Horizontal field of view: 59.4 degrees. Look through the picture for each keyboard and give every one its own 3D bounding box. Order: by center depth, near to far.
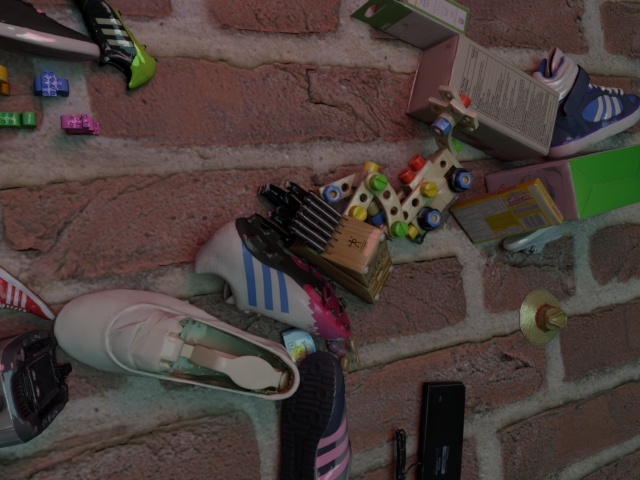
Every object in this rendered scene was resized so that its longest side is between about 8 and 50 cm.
[{"bbox_3d":[0.217,0.452,1.154,0.201,0.033,0.317,8,85,-34],"label":"keyboard"}]

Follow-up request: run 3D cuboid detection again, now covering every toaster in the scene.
[{"bbox_3d":[-0.430,0.194,0.732,0.146,0.227,0.129,-11,93,-10],"label":"toaster"}]

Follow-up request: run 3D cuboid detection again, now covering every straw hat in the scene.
[{"bbox_3d":[0.540,0.182,1.313,0.144,0.061,0.145,0,89,-28],"label":"straw hat"}]

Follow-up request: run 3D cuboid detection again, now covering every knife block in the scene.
[{"bbox_3d":[0.000,0.000,1.032,0.088,0.242,0.276,-61,158,-14],"label":"knife block"}]

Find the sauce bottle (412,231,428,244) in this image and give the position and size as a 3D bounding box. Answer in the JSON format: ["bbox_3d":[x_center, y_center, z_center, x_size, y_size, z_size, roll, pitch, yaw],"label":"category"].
[{"bbox_3d":[0.226,-0.051,1.163,0.042,0.042,0.128,34,74,-23],"label":"sauce bottle"}]

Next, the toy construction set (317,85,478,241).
[{"bbox_3d":[0.171,-0.129,1.063,0.327,0.151,0.215,-45,110,2],"label":"toy construction set"}]

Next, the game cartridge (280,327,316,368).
[{"bbox_3d":[-0.037,0.200,1.025,0.056,0.017,0.083,-15,89,-21],"label":"game cartridge"}]

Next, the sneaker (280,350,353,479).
[{"bbox_3d":[0.007,0.354,1.013,0.131,0.112,0.319,6,93,-50],"label":"sneaker"}]

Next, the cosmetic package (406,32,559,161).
[{"bbox_3d":[0.346,-0.289,1.182,0.296,0.129,0.153,20,81,-27],"label":"cosmetic package"}]

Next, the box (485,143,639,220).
[{"bbox_3d":[0.540,-0.122,1.223,0.262,0.231,0.127,-14,94,-28],"label":"box"}]

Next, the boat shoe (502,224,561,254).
[{"bbox_3d":[0.494,-0.001,1.296,0.184,0.066,0.063,-23,99,-36],"label":"boat shoe"}]

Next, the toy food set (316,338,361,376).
[{"bbox_3d":[0.013,0.230,1.059,0.122,0.019,0.078,-16,96,-19],"label":"toy food set"}]

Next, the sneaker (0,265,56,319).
[{"bbox_3d":[-0.447,0.091,0.805,0.118,0.042,0.067,43,66,-12],"label":"sneaker"}]

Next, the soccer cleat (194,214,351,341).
[{"bbox_3d":[-0.078,0.087,0.976,0.143,0.116,0.331,-32,126,17],"label":"soccer cleat"}]

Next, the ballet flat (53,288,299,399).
[{"bbox_3d":[-0.203,0.171,0.883,0.400,0.139,0.139,22,79,-25],"label":"ballet flat"}]

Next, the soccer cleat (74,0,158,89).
[{"bbox_3d":[-0.332,-0.317,0.866,0.072,0.060,0.179,-47,112,-19],"label":"soccer cleat"}]

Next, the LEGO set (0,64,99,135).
[{"bbox_3d":[-0.432,-0.202,0.790,0.227,0.093,0.087,-4,91,-28],"label":"LEGO set"}]

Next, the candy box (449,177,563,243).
[{"bbox_3d":[0.377,-0.055,1.151,0.105,0.206,0.027,52,53,-17],"label":"candy box"}]

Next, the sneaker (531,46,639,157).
[{"bbox_3d":[0.626,-0.359,1.329,0.322,0.130,0.236,-28,106,-20],"label":"sneaker"}]

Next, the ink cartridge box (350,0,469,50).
[{"bbox_3d":[0.177,-0.450,1.107,0.209,0.109,0.062,13,82,-26],"label":"ink cartridge box"}]

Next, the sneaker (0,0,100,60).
[{"bbox_3d":[-0.452,-0.350,0.775,0.295,0.104,0.147,11,89,-23],"label":"sneaker"}]
